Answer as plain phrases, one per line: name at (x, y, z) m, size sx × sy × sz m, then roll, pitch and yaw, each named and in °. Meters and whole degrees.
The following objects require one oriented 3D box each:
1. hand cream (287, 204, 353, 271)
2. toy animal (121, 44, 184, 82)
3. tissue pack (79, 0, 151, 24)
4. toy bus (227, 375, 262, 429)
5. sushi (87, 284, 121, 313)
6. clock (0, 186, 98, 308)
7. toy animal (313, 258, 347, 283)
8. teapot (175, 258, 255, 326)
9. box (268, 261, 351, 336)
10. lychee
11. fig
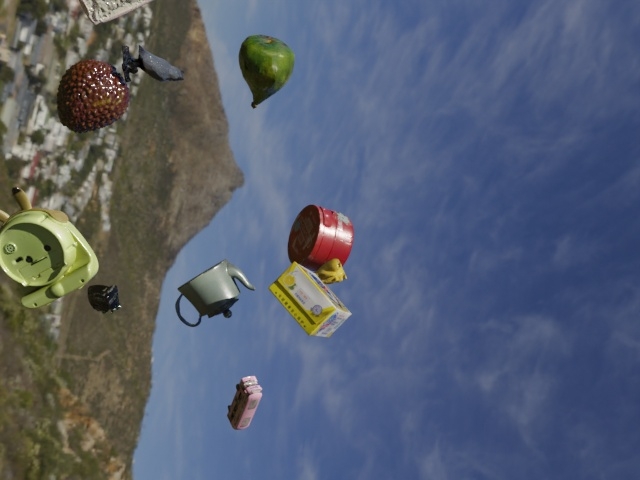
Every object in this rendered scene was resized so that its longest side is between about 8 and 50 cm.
hand cream at (0.000, 0.000, 2.135) m, size 0.230 × 0.149 × 0.230 m, roll -39°, pitch -140°, yaw 43°
toy animal at (-0.562, -0.602, 2.105) m, size 0.121 × 0.210 × 0.117 m, roll -107°, pitch -153°, yaw -42°
tissue pack at (-0.457, -0.596, 1.381) m, size 0.271 × 0.201 × 0.124 m, roll 52°, pitch -11°, yaw 47°
toy bus at (-0.257, 0.551, 2.104) m, size 0.090 × 0.063 × 0.203 m, roll 52°, pitch -49°, yaw 40°
sushi at (-0.642, 0.177, 1.846) m, size 0.056 × 0.083 × 0.085 m, roll -67°, pitch 159°, yaw -50°
clock at (-0.571, 0.010, 1.244) m, size 0.170 × 0.232 × 0.069 m, roll -27°, pitch -164°, yaw 8°
toy animal at (-0.005, 0.114, 1.905) m, size 0.070 × 0.159 × 0.083 m, roll 65°, pitch -5°, yaw -20°
teapot at (-0.301, 0.158, 1.749) m, size 0.239 × 0.149 × 0.162 m, roll -31°, pitch -175°, yaw 10°
box at (-0.022, 0.162, 1.640) m, size 0.097 × 0.168 × 0.265 m, roll -43°, pitch 163°, yaw 1°
lychee at (-0.776, -0.486, 2.118) m, size 0.271 × 0.236 × 0.236 m, roll -54°, pitch -165°, yaw -13°
fig at (-0.194, -0.581, 2.185) m, size 0.203 × 0.203 × 0.235 m, roll -101°, pitch -161°, yaw -51°
